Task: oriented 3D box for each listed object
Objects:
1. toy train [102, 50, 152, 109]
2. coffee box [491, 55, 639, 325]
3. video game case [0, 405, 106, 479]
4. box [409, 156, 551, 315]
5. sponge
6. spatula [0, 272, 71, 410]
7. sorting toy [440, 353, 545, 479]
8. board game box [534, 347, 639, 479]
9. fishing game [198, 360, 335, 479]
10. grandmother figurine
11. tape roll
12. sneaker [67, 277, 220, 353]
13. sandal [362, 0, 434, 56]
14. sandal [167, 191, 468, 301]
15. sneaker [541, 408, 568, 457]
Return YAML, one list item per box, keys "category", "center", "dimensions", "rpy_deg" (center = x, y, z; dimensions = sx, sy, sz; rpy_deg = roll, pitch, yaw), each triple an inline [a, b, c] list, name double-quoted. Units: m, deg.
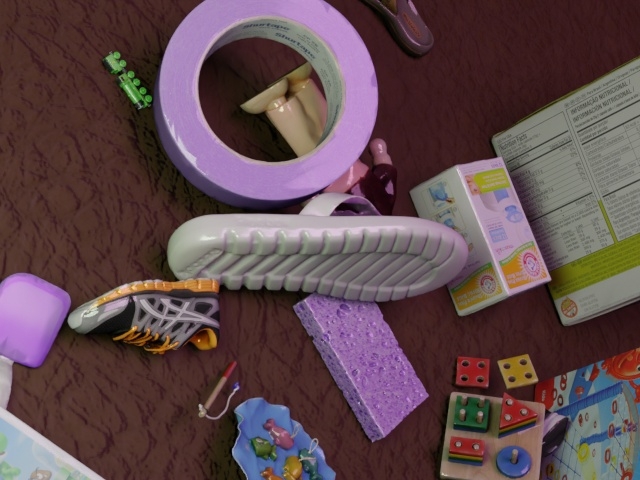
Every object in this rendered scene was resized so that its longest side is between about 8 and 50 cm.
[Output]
- category: "toy train"
  center: [-0.243, -0.200, 1.700]
  dimensions: [0.024, 0.017, 0.083]
  rpy_deg: [-41, 100, -36]
- category: "coffee box"
  center: [0.544, -0.097, 2.148]
  dimensions: [0.338, 0.338, 0.334]
  rpy_deg: [-12, 78, -46]
- category: "video game case"
  center: [-0.307, 0.299, 1.342]
  dimensions: [0.285, 0.025, 0.204]
  rpy_deg: [40, 68, -21]
- category: "box"
  center: [0.235, -0.006, 1.985]
  dimensions: [0.114, 0.103, 0.203]
  rpy_deg: [-13, 79, -45]
- category: "sponge"
  center: [0.056, 0.149, 1.795]
  dimensions: [0.117, 0.031, 0.210]
  rpy_deg: [-32, 93, -46]
- category: "spatula"
  center: [-0.340, 0.168, 1.418]
  dimensions: [0.084, 0.030, 0.296]
  rpy_deg: [32, 52, -27]
- category: "sorting toy"
  center: [0.237, 0.257, 1.842]
  dimensions: [0.132, 0.046, 0.274]
  rpy_deg: [7, 53, 8]
- category: "board game box"
  center: [0.429, 0.307, 1.869]
  dimensions: [0.086, 0.302, 0.308]
  rpy_deg: [30, 52, -29]
- category: "fishing game"
  center: [-0.036, 0.264, 1.609]
  dimensions: [0.264, 0.041, 0.189]
  rpy_deg: [50, 24, -7]
- category: "grandmother figurine"
  center: [0.037, -0.076, 1.846]
  dimensions: [0.208, 0.104, 0.342]
  rpy_deg: [-39, 101, -37]
- category: "tape roll"
  center: [-0.070, -0.179, 1.705]
  dimensions: [0.275, 0.090, 0.275]
  rpy_deg: [1, 83, -12]
- category: "sneaker"
  center: [-0.192, 0.092, 1.558]
  dimensions: [0.215, 0.084, 0.083]
  rpy_deg: [-4, 78, -45]
- category: "sandal"
  center: [0.110, -0.380, 2.085]
  dimensions: [0.219, 0.060, 0.090]
  rpy_deg: [51, 44, -11]
- category: "sandal"
  center: [0.008, -0.008, 1.702]
  dimensions: [0.416, 0.169, 0.102]
  rpy_deg: [5, 56, -30]
- category: "sneaker"
  center: [0.265, 0.293, 1.902]
  dimensions: [0.178, 0.077, 0.072]
  rpy_deg: [-32, 137, -32]
